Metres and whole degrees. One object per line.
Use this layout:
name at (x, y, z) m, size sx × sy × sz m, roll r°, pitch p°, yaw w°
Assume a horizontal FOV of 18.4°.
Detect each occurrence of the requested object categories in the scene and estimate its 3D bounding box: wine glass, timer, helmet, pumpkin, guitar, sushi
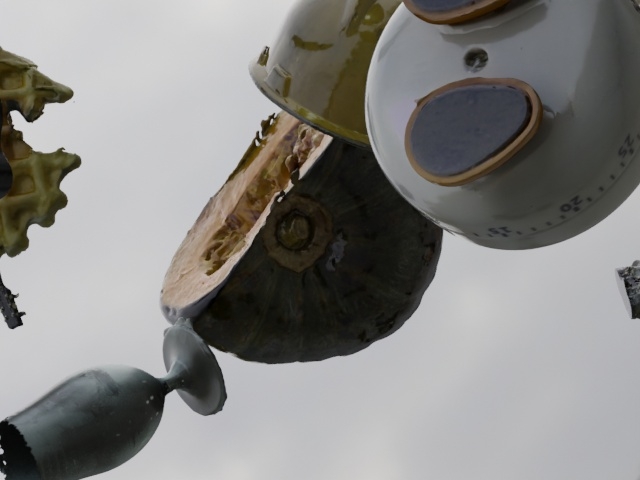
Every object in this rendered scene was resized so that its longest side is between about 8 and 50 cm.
wine glass at (-0.198, 0.160, 1.859) m, size 0.222 × 0.103 × 0.103 m, roll -26°, pitch -35°, yaw -36°
timer at (0.154, -0.102, 1.514) m, size 0.233 × 0.233 × 0.240 m, roll -55°, pitch -34°, yaw 2°
helmet at (0.051, -0.183, 1.818) m, size 0.257 × 0.205 × 0.140 m, roll -79°, pitch 11°, yaw -67°
pumpkin at (0.000, 0.000, 2.083) m, size 0.232 × 0.242 × 0.325 m, roll 36°, pitch -79°, yaw -27°
guitar at (-0.305, -0.032, 1.790) m, size 0.088 × 0.233 × 0.025 m, roll -23°, pitch -11°, yaw 29°
sushi at (0.346, 0.048, 2.121) m, size 0.046 × 0.083 × 0.044 m, roll -12°, pitch -53°, yaw 1°

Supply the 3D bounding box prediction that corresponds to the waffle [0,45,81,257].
waffle at (-0.372, -0.085, 2.034) m, size 0.250 × 0.261 × 0.056 m, roll -55°, pitch -16°, yaw 1°

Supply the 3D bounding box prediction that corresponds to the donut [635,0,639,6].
donut at (0.396, -0.272, 2.095) m, size 0.272 × 0.107 × 0.272 m, roll -58°, pitch 18°, yaw 31°
